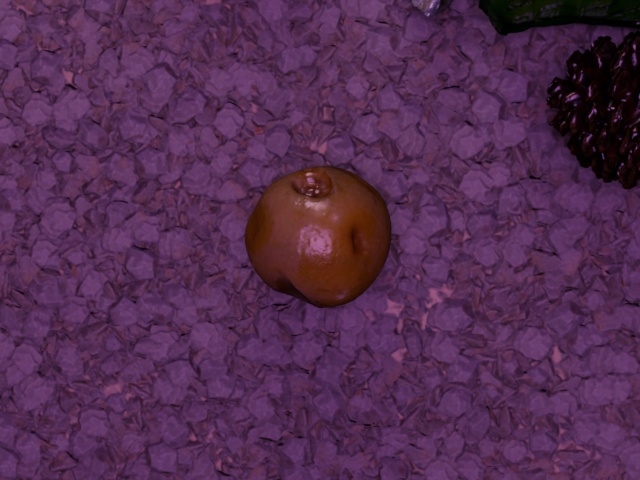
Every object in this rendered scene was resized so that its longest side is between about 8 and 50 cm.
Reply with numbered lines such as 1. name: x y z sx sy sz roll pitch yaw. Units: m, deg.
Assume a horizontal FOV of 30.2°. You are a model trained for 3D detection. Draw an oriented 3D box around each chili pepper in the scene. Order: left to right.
1. chili pepper: 0.390 -0.393 1.618 0.384 0.213 0.168 -11 73 1

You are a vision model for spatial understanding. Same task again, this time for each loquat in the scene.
1. loquat: -0.005 0.001 1.703 0.213 0.213 0.213 1 96 7

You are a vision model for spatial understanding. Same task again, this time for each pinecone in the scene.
1. pinecone: 0.415 -0.188 1.630 0.221 0.221 0.222 1 96 7

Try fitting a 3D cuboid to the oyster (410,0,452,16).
1. oyster: 0.184 -0.464 1.704 0.252 0.087 0.199 -40 90 -3
